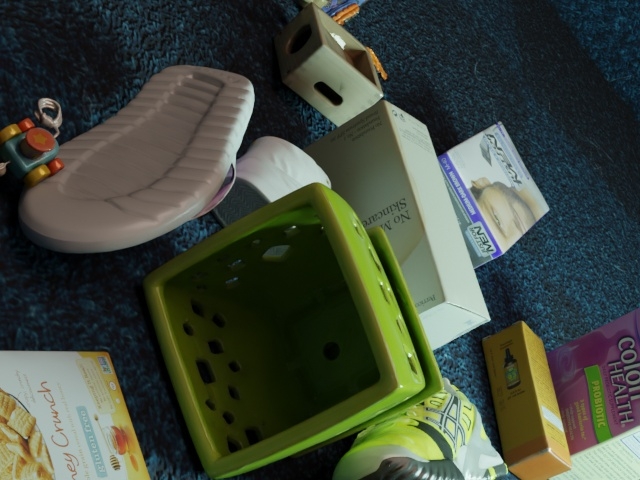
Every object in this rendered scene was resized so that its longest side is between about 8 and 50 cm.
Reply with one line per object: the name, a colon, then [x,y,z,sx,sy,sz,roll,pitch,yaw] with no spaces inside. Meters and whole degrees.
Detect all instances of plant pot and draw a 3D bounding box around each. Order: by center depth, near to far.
plant pot: [-0.013,0.101,1.297,0.207,0.228,0.227,19,46,-64]

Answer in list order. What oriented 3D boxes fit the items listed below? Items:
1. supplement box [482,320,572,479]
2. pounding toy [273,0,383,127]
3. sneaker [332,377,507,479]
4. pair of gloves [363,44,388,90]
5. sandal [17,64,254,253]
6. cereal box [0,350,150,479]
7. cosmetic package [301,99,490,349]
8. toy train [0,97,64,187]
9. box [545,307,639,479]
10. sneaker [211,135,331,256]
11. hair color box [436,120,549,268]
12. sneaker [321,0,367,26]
supplement box: [0.304,0.238,1.880,0.080,0.078,0.233,36,35,-40]
pounding toy: [-0.018,-0.286,1.841,0.181,0.094,0.206,36,25,-31]
sneaker: [0.092,0.236,1.445,0.147,0.145,0.385,67,16,14]
pair of gloves: [0.086,-0.288,2.112,0.074,0.010,0.083,51,28,-18]
sandal: [-0.164,-0.069,1.318,0.416,0.169,0.102,-55,154,-56]
cereal box: [-0.237,0.172,1.010,0.240,0.047,0.173,8,56,-59]
cosmetic package: [0.090,-0.008,1.660,0.113,0.160,0.309,25,42,-49]
toy train: [-0.302,-0.114,1.150,0.166,0.046,0.125,12,60,-34]
box: [0.452,0.250,1.943,0.117,0.243,0.213,43,31,-32]
sneaker: [0.000,0.000,1.548,0.292,0.108,0.169,52,30,-14]
hair color box: [0.259,-0.074,2.092,0.185,0.110,0.339,60,27,-1]
sneaker: [0.027,-0.399,2.047,0.087,0.083,0.221,47,24,-9]
